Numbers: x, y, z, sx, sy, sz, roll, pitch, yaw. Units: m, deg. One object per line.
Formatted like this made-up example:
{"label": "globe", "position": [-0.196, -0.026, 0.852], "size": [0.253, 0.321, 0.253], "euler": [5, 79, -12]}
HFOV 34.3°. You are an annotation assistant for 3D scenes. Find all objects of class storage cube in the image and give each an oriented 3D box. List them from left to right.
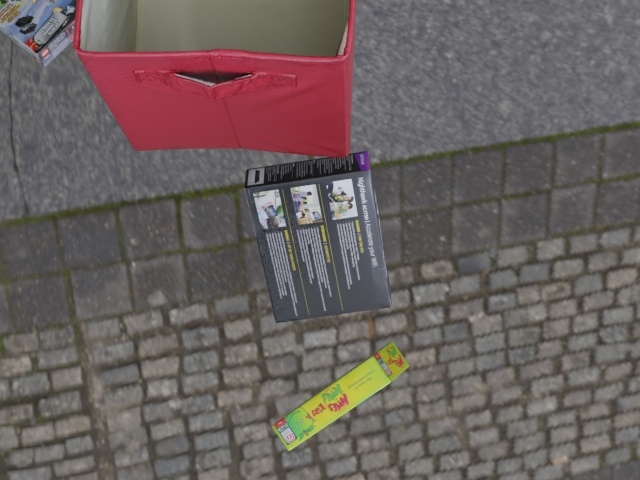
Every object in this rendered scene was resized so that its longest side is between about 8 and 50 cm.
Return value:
{"label": "storage cube", "position": [-0.062, -0.183, 0.772], "size": [0.183, 0.193, 0.215], "euler": [2, 74, 2]}

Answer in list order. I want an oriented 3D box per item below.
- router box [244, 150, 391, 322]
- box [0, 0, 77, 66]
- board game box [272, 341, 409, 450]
{"label": "router box", "position": [0.000, 0.000, 1.118], "size": [0.133, 0.046, 0.179], "euler": [-8, 122, 5]}
{"label": "box", "position": [-0.282, -0.262, 1.114], "size": [0.137, 0.094, 0.027], "euler": [-47, 160, -13]}
{"label": "board game box", "position": [0.028, 0.212, 1.416], "size": [0.181, 0.092, 0.043], "euler": [-38, 84, 21]}
